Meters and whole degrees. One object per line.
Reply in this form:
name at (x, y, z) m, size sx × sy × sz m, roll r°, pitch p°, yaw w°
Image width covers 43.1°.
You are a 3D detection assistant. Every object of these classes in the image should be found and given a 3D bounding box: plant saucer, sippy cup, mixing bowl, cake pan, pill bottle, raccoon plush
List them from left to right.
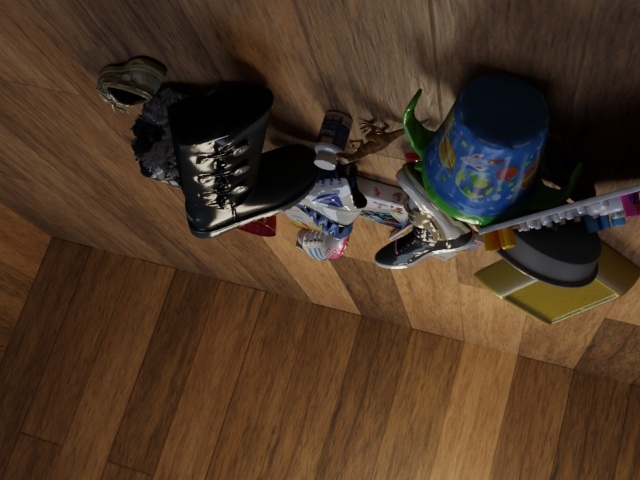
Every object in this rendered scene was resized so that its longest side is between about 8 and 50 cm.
raccoon plush at (-0.241, -0.226, 1.979) m, size 0.447 × 0.216 × 0.299 m, roll 3°, pitch 171°, yaw 33°
mixing bowl at (-0.213, -0.089, 2.582) m, size 0.182 × 0.098 × 0.181 m, roll 16°, pitch 166°, yaw 4°
pill bottle at (0.025, -0.222, 1.811) m, size 0.067 × 0.120 × 0.067 m, roll 16°, pitch 165°, yaw 4°
sippy cup at (0.314, -0.180, 1.495) m, size 0.306 × 0.240 × 0.224 m, roll -5°, pitch 153°, yaw -3°
cake pan at (0.475, -0.022, 1.730) m, size 0.293 × 0.293 × 0.054 m, roll 20°, pitch 128°, yaw -9°
plant saucer at (0.640, 0.119, 2.170) m, size 0.333 × 0.080 × 0.333 m, roll 27°, pitch 137°, yaw -35°

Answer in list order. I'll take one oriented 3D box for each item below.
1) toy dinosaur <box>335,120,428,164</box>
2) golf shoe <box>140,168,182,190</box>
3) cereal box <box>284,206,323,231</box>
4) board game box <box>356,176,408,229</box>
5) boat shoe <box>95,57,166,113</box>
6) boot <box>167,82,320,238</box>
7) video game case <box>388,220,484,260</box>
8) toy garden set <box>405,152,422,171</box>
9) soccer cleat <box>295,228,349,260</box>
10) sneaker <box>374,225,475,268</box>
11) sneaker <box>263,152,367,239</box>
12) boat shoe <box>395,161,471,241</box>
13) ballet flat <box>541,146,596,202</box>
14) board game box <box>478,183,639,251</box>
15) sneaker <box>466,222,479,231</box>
toy dinosaur at (0.135, -0.220, 1.779) m, size 0.212 × 0.112 × 0.064 m, roll -26°, pitch 127°, yaw 7°
golf shoe at (-0.408, -0.197, 2.465) m, size 0.273 × 0.105 × 0.120 m, roll 23°, pitch -179°, yaw 2°
cereal box at (-0.088, -0.120, 2.275) m, size 0.240 × 0.047 × 0.173 m, roll 44°, pitch 164°, yaw -29°
board game box at (0.098, -0.119, 2.221) m, size 0.306 × 0.053 × 0.193 m, roll 16°, pitch 165°, yaw 4°
boat shoe at (-0.466, -0.359, 1.924) m, size 0.105 × 0.089 × 0.285 m, roll 26°, pitch 163°, yaw -30°
boot at (-0.145, -0.201, 1.758) m, size 0.146 × 0.367 × 0.445 m, roll 50°, pitch 161°, yaw 20°
video game case at (0.339, -0.007, 2.409) m, size 0.204 × 0.025 × 0.285 m, roll 20°, pitch 165°, yaw -8°
toy garden set at (0.306, -0.183, 1.772) m, size 0.244 × 0.049 × 0.204 m, roll 3°, pitch 165°, yaw 46°
soccer cleat at (0.000, 0.000, 2.630) m, size 0.143 × 0.116 × 0.331 m, roll 20°, pitch 165°, yaw -10°
sneaker at (0.261, -0.015, 2.228) m, size 0.296 × 0.104 × 0.147 m, roll -17°, pitch 138°, yaw 26°
sneaker at (-0.004, -0.152, 2.065) m, size 0.316 × 0.127 × 0.182 m, roll 32°, pitch 125°, yaw -17°
boat shoe at (0.261, -0.080, 1.999) m, size 0.103 × 0.113 × 0.302 m, roll -31°, pitch 135°, yaw 21°
ballet flat at (0.505, -0.146, 1.697) m, size 0.250 × 0.058 × 0.084 m, roll 33°, pitch -172°, yaw -30°
board game box at (0.562, -0.057, 1.505) m, size 0.390 × 0.050 × 0.390 m, roll -8°, pitch 174°, yaw -35°
sneaker at (0.421, -0.048, 2.074) m, size 0.215 × 0.084 × 0.083 m, roll 29°, pitch 170°, yaw -33°
